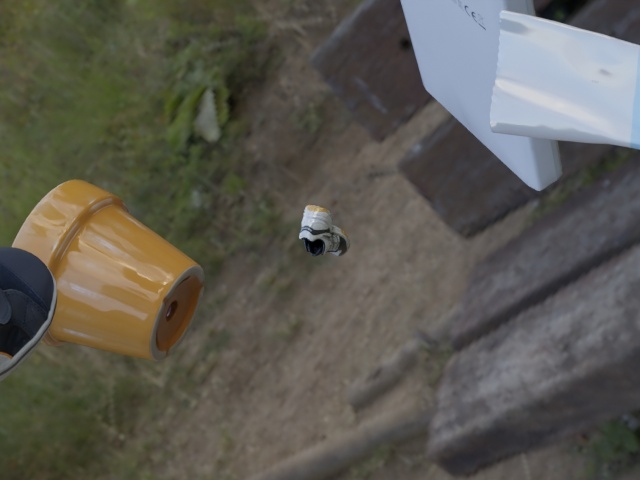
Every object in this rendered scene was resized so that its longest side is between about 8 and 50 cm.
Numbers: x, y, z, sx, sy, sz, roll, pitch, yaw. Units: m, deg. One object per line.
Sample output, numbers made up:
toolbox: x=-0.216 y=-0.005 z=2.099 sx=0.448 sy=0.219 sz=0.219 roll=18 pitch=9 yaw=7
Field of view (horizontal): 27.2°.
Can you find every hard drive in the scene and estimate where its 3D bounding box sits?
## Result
hard drive: x=0.157 y=-0.233 z=1.417 sx=0.047 sy=0.353 sz=0.233 roll=-34 pitch=53 yaw=-9

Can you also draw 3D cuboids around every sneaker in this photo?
sneaker: x=0.000 y=0.000 z=1.183 sx=0.032 sy=0.083 sz=0.037 roll=10 pitch=71 yaw=27
sneaker: x=-0.333 y=0.069 z=1.114 sx=0.321 sy=0.126 sz=0.127 roll=-41 pitch=-23 yaw=-50

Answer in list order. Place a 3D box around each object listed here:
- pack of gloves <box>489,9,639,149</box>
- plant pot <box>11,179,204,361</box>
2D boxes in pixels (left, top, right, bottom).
pack of gloves: x=0.210 y=-0.137 z=0.769 sx=0.046 sy=0.232 sz=0.195 roll=-37 pitch=-47 yaw=-58
plant pot: x=-0.252 y=0.053 z=1.614 sx=0.205 sy=0.188 sz=0.205 roll=-57 pitch=-19 yaw=-33
